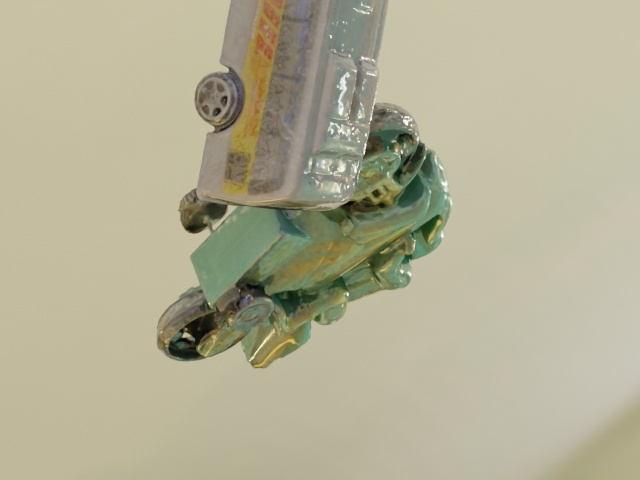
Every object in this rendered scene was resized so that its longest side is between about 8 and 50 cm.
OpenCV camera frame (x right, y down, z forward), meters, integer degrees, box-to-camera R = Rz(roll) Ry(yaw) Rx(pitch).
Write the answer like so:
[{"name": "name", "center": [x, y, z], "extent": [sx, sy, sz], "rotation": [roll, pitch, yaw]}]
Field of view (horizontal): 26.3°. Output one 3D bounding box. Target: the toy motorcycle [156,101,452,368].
[{"name": "toy motorcycle", "center": [-0.001, 0.001, 1.051], "extent": [0.198, 0.109, 0.296], "rotation": [9, -43, -46]}]

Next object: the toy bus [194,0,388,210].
[{"name": "toy bus", "center": [-0.007, -0.106, 0.656], "extent": [0.064, 0.075, 0.191], "rotation": [2, -81, -56]}]
